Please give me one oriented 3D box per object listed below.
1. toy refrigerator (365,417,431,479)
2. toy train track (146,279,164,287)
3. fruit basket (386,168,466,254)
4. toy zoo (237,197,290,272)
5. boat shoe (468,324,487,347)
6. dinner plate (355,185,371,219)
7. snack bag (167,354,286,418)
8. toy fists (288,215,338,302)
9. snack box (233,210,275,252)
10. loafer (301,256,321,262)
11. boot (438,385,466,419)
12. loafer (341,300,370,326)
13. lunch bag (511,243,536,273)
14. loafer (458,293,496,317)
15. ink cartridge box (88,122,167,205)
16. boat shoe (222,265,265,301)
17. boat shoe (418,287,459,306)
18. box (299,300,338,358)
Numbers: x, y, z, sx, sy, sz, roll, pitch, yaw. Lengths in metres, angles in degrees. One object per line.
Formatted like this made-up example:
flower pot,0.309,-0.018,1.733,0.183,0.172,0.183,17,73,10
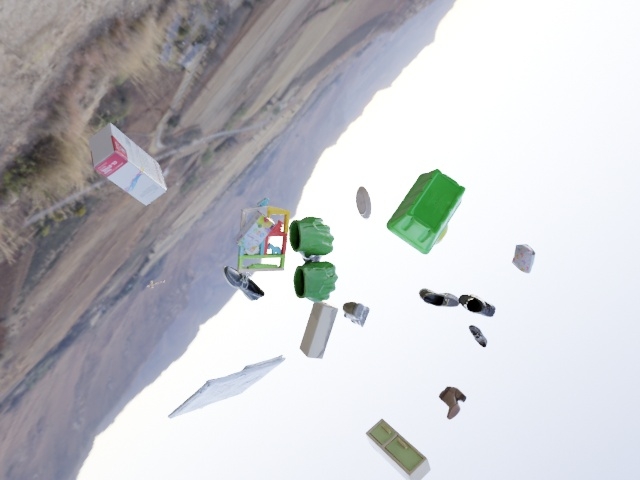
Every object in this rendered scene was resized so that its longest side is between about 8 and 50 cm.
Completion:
toy refrigerator,0.312,0.857,2.012,0.102,0.094,0.270,-34,-145,-21
toy train track,-0.775,0.205,2.324,0.083,0.014,0.048,-17,134,-29
fruit basket,0.504,-0.113,2.349,0.392,0.283,0.392,-54,177,-4
toy zoo,-0.219,-0.021,1.913,0.030,0.193,0.293,33,-61,60
boat shoe,0.718,0.438,2.250,0.046,0.125,0.038,-29,-163,34
dinner plate,0.170,-0.152,2.001,0.017,0.141,0.141,-12,175,-21
snack bag,-0.330,0.507,1.711,0.343,0.037,0.323,-5,150,-48
toy fists,-0.021,0.060,1.588,0.096,0.142,0.279,-21,-108,54
snack box,-0.243,-0.032,1.826,0.141,0.037,0.100,-49,145,2
loafer,0.000,0.000,1.929,0.084,0.096,0.267,-60,-175,32
boot,0.440,0.551,1.688,0.118,0.042,0.087,-38,-151,-26
loafer,0.152,0.308,2.132,0.094,0.088,0.251,-66,159,-16
lunch bag,0.661,0.060,1.589,0.083,0.053,0.071,-105,-165,-65
loafer,0.653,0.270,2.102,0.223,0.078,0.076,-155,-100,-71
ink cartridge box,-0.480,-0.187,1.233,0.072,0.175,0.127,-35,-129,7
boat shoe,-0.364,0.201,2.348,0.079,0.254,0.095,-21,-145,27
boat shoe,0.616,0.308,2.536,0.068,0.228,0.081,-98,-157,-65
box,-0.009,0.438,2.441,0.113,0.094,0.275,32,-74,61
